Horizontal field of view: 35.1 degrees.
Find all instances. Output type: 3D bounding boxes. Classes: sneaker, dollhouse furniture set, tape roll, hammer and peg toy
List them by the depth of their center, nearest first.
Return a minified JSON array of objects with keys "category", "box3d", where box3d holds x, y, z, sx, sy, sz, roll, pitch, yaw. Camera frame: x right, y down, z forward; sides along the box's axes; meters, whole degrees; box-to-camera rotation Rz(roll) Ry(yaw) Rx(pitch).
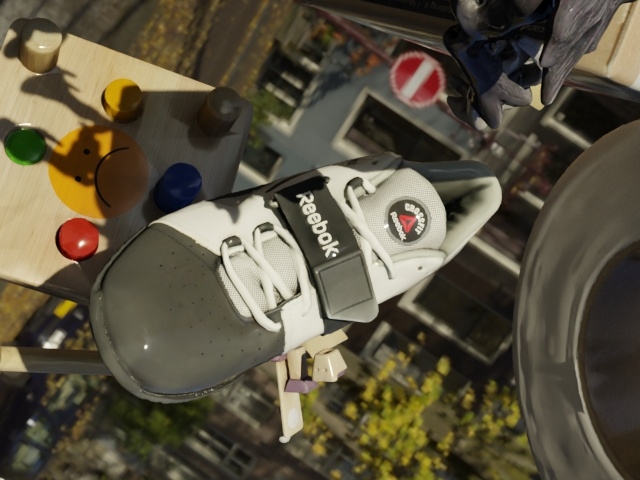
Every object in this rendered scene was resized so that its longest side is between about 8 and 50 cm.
[{"category":"sneaker","box3d":[0.000,0.000,0.671,0.146,0.122,0.331,-29,177,44]},{"category":"tape roll","box3d":[0.284,0.099,0.752,0.072,0.391,0.392,-4,149,-25]},{"category":"dollhouse furniture set","box3d":[0.003,0.117,0.838,0.114,0.091,0.081,-21,106,-57]},{"category":"hammer and peg toy","box3d":[-0.219,-0.011,0.961,0.127,0.266,0.361,143,-37,-66]}]

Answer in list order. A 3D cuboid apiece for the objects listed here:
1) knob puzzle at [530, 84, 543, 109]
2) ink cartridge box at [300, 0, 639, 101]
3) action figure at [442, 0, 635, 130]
[{"category":"knob puzzle","box3d":[0.186,-0.224,0.842,0.213,0.030,0.213,-18,131,-22]},{"category":"ink cartridge box","box3d":[0.136,-0.137,0.580,0.235,0.193,0.088,3,107,-52]},{"category":"action figure","box3d":[0.068,-0.140,0.419,0.141,0.276,0.164,21,93,-61]}]
